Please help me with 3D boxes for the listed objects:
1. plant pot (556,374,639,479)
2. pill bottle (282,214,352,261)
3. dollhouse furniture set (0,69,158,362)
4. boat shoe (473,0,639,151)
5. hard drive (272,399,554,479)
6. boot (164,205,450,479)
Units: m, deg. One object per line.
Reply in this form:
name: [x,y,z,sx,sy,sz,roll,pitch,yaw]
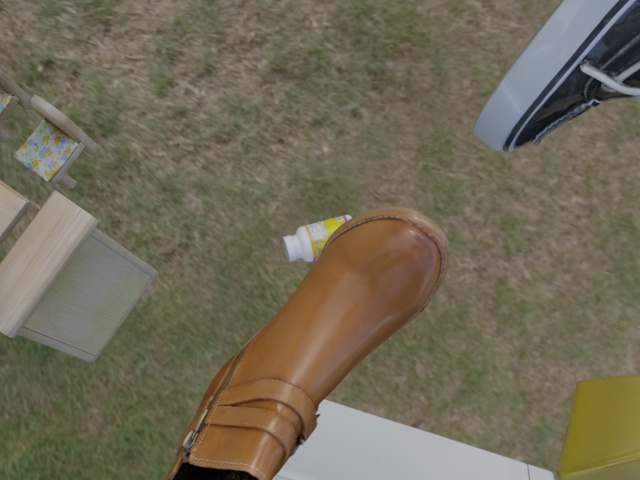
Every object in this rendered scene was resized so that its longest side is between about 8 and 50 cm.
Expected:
plant pot: [0.512,0.328,1.601,0.212,0.187,0.212,49,40,-17]
pill bottle: [0.000,0.000,1.229,0.083,0.043,0.043,-15,109,-8]
dollhouse furniture set: [-0.447,-0.027,1.388,0.394,0.256,0.362,33,83,16]
boat shoe: [0.200,-0.129,0.639,0.105,0.306,0.113,39,51,1]
hard drive: [0.097,0.274,1.208,0.353,0.233,0.047,16,105,5]
boot: [-0.020,0.105,0.865,0.109,0.220,0.283,47,128,-10]
